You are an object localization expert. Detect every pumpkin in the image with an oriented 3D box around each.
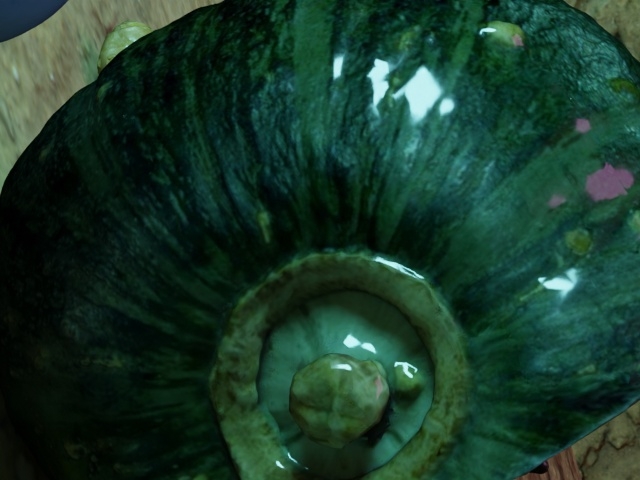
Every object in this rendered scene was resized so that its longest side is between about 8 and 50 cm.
[{"bbox_3d":[0.000,0.000,0.719,0.197,0.293,0.263,61,23,0],"label":"pumpkin"}]

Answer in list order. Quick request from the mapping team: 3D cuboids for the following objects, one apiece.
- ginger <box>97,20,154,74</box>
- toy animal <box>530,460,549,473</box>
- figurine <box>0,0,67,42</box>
[{"bbox_3d":[-0.065,-0.003,0.972,0.193,0.052,0.176,64,11,-48],"label":"ginger"},{"bbox_3d":[0.029,0.167,0.728,0.255,0.116,0.114,-65,168,26],"label":"toy animal"},{"bbox_3d":[-0.108,-0.158,0.537,0.143,0.263,0.162,3,57,-39],"label":"figurine"}]
